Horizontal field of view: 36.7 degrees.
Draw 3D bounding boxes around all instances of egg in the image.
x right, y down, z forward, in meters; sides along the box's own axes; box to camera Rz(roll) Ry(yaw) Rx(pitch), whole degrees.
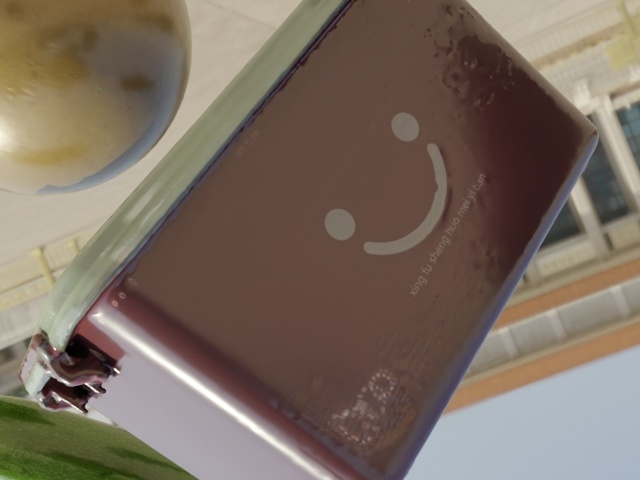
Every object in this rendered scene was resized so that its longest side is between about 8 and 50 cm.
[{"bbox_3d":[-0.283,-0.210,0.973,0.301,0.301,0.374,-23,-141,4],"label":"egg"}]

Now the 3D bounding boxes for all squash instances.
[{"bbox_3d":[-0.205,0.234,0.933,0.107,0.395,0.107,-57,-164,27],"label":"squash"}]

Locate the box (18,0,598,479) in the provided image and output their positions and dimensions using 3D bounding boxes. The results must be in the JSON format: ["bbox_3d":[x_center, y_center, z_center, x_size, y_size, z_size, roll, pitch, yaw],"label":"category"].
[{"bbox_3d":[0.000,0.000,0.503,0.294,0.167,0.193,-54,-173,-27],"label":"box"}]
